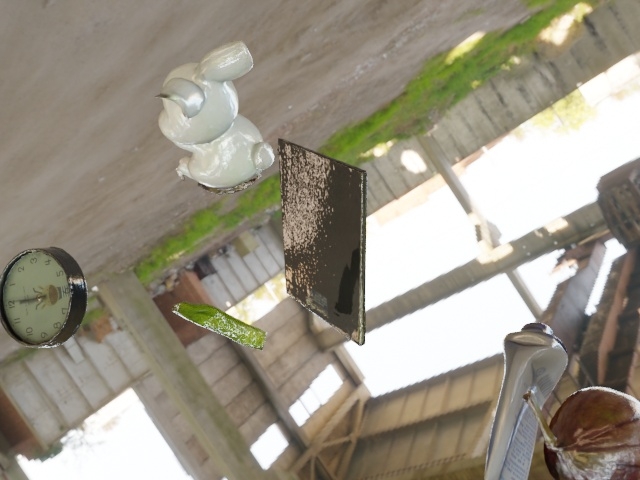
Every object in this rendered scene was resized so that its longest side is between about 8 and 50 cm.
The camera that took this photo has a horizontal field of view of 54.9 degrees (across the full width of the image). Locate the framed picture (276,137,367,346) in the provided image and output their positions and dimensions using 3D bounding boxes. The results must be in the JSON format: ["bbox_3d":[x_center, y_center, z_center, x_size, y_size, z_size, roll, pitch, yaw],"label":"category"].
[{"bbox_3d":[0.000,0.000,1.140,0.014,0.338,0.255,-18,-151,-32],"label":"framed picture"}]

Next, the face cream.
[{"bbox_3d":[0.419,0.364,1.275,0.137,0.235,0.420,1,-126,34],"label":"face cream"}]

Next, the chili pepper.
[{"bbox_3d":[-0.194,0.159,1.191,0.052,0.202,0.050,-51,-157,30],"label":"chili pepper"}]

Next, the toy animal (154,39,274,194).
[{"bbox_3d":[-0.086,-0.092,0.465,0.071,0.085,0.124,-48,145,-18],"label":"toy animal"}]

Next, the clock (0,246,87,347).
[{"bbox_3d":[-0.503,0.102,1.104,0.184,0.184,0.040,-33,165,16],"label":"clock"}]

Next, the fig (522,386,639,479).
[{"bbox_3d":[0.455,0.358,1.045,0.249,0.186,0.203,3,119,-36],"label":"fig"}]
